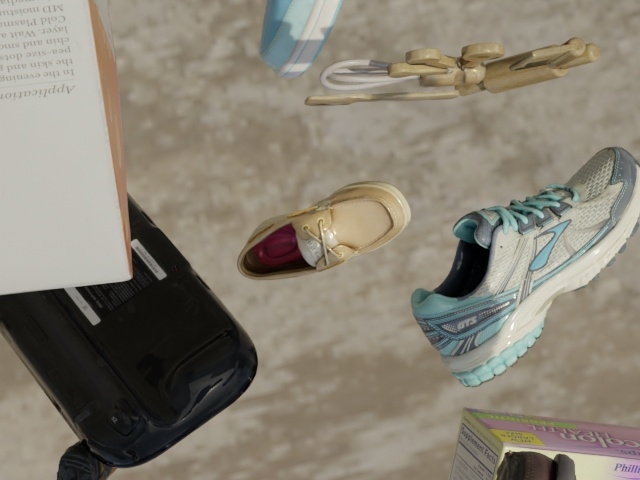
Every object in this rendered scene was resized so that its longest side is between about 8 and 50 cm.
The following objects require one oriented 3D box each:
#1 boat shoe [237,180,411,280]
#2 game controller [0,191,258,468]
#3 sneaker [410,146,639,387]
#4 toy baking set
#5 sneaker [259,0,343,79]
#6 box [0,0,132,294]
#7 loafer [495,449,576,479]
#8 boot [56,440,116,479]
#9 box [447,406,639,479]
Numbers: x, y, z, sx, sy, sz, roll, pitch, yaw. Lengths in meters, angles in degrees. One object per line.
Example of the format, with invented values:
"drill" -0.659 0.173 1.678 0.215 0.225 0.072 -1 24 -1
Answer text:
"boat shoe" 0.000 0.000 1.627 0.170 0.063 0.059 -21 -165 40
"game controller" -0.190 0.056 1.701 0.166 0.319 0.067 -29 142 -18
"sneaker" 0.200 0.003 1.889 0.283 0.122 0.110 -49 -160 -14
"toy baking set" 0.111 -0.152 1.713 0.196 0.030 0.256 1 172 -39
"sneaker" -0.064 -0.335 1.980 0.208 0.319 0.127 13 -171 -14
"box" -0.214 -0.154 1.148 0.168 0.215 0.345 -6 140 -4
"loafer" 0.062 0.235 1.006 0.095 0.302 0.109 14 150 5
"boot" -0.196 0.203 1.692 0.045 0.099 0.121 18 117 11
"box" 0.228 0.300 1.883 0.213 0.243 0.117 7 -168 -17
